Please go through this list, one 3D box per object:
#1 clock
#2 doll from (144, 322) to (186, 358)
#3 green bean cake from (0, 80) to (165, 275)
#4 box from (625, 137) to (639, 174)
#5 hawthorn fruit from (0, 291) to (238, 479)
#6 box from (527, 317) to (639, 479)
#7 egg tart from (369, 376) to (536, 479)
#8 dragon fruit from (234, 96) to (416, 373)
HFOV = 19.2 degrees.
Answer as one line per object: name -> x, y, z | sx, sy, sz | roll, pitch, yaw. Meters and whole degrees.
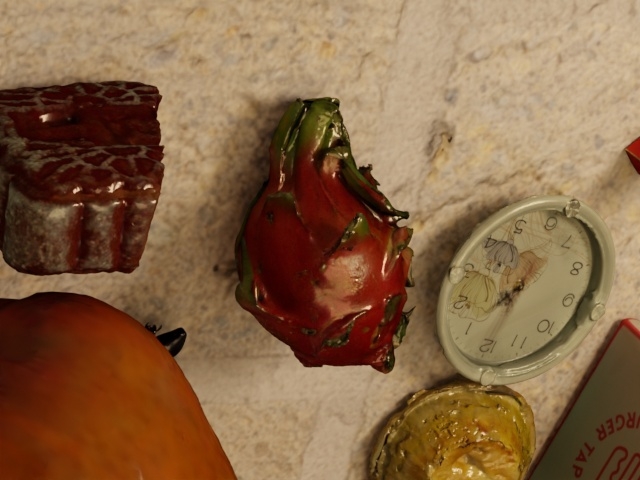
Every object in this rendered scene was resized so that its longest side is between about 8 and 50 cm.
clock -> 0.221, 0.049, 2.111 | 0.236, 0.053, 0.236 | -14, 123, -23
doll -> -0.196, 0.172, 1.953 | 0.091, 0.067, 0.219 | -1, 122, -31
green bean cake -> -0.215, -0.062, 1.711 | 0.198, 0.233, 0.097 | -2, 121, -22
box -> 0.440, -0.118, 2.099 | 0.175, 0.112, 0.048 | -38, 127, -2
hawthorn fruit -> -0.282, 0.284, 1.733 | 0.471, 0.472, 0.472 | -13, 121, -21
box -> 0.461, 0.325, 2.230 | 0.300, 0.312, 0.314 | 18, 108, -36
egg tart -> 0.161, 0.255, 2.176 | 0.212, 0.090, 0.213 | -10, 118, -19
dragon fruit -> 0.021, -0.001, 1.910 | 0.200, 0.198, 0.269 | 16, 94, -22
